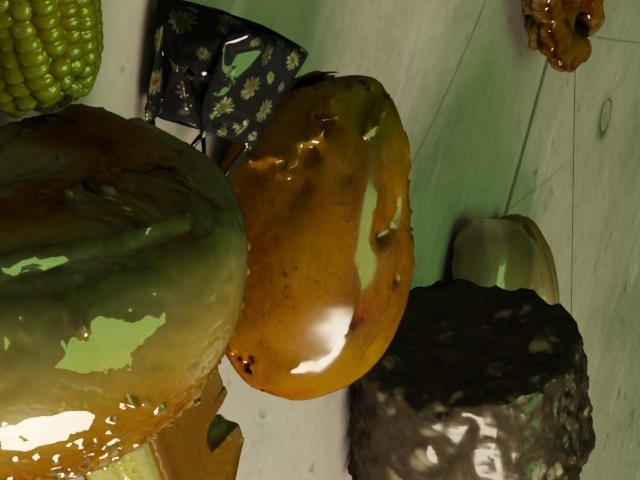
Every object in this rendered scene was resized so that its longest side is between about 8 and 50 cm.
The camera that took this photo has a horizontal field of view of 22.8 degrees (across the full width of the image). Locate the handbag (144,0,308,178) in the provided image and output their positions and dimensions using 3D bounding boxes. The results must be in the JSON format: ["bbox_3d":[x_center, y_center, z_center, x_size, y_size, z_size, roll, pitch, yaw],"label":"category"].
[{"bbox_3d":[-0.072,-0.082,1.056,0.115,0.072,0.139,5,102,-69],"label":"handbag"}]

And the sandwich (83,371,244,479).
[{"bbox_3d":[-0.112,0.117,1.045,0.088,0.090,0.244,-55,148,-34],"label":"sandwich"}]

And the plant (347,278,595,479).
[{"bbox_3d":[0.141,0.207,1.493,0.213,0.215,0.312,-52,149,-49],"label":"plant"}]

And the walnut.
[{"bbox_3d":[0.254,-0.260,1.677,0.143,0.069,0.170,-66,152,-19],"label":"walnut"}]

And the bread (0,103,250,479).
[{"bbox_3d":[-0.137,0.036,0.824,0.314,0.192,0.171,-34,131,-57],"label":"bread"}]

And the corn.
[{"bbox_3d":[-0.158,-0.177,0.808,0.081,0.081,0.248,-49,145,-47],"label":"corn"}]

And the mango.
[{"bbox_3d":[0.000,0.000,1.153,0.156,0.151,0.249,2,106,-31],"label":"mango"}]

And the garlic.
[{"bbox_3d":[0.206,0.085,1.705,0.217,0.110,0.228,-15,115,-67],"label":"garlic"}]
